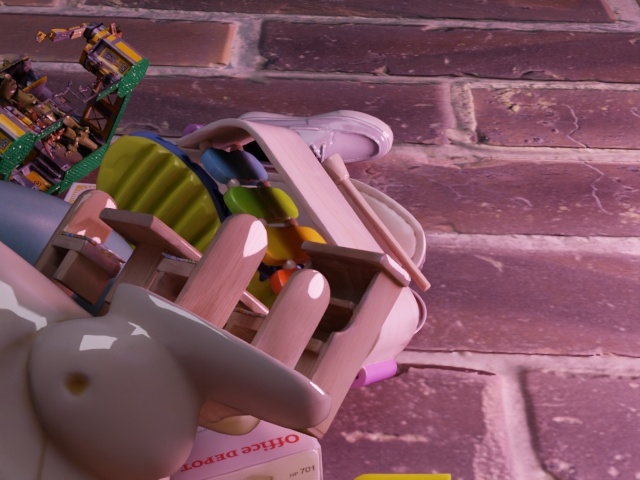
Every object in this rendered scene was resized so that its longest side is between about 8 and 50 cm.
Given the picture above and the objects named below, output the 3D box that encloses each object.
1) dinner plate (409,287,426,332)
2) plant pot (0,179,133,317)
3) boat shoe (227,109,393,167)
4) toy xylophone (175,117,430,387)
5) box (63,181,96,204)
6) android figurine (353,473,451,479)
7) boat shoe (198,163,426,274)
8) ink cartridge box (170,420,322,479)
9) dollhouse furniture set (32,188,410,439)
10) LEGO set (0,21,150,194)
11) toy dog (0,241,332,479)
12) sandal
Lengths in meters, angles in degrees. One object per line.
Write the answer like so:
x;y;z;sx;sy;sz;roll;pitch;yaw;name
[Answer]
0.047;0.082;1.395;0.141;0.017;0.141;2;30;-1;dinner plate
-0.298;0.079;1.139;0.235;0.293;0.293;5;27;-26;plant pot
-0.018;-0.125;1.693;0.227;0.079;0.081;3;40;11;boat shoe
0.000;0.000;1.272;0.322;0.081;0.236;58;19;20;toy xylophone
-0.242;0.029;1.385;0.114;0.103;0.203;4;31;3;box
0.056;0.246;1.009;0.273;0.056;0.248;-3;7;7;android figurine
-0.019;-0.013;1.455;0.324;0.097;0.116;12;76;24;boat shoe
-0.093;0.179;1.156;0.139;0.082;0.190;-13;35;-15;ink cartridge box
-0.065;0.029;1.023;0.212;0.242;0.161;10;64;49;dollhouse furniture set
-0.391;-0.166;1.553;0.192;0.255;0.331;39;52;7;LEGO set
-0.232;0.219;0.836;0.395;0.408;0.284;32;-18;-19;toy dog
-0.110;0.017;1.311;0.126;0.317;0.138;-37;6;16;sandal
